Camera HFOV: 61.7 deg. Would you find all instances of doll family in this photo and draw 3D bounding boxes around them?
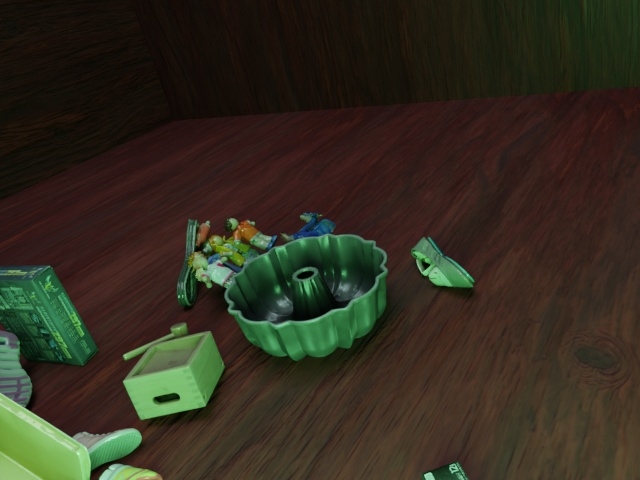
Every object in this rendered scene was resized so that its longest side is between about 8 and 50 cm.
[{"bbox_3d":[-0.227,0.052,1.303,0.163,0.118,0.263,25,38,3],"label":"doll family"}]

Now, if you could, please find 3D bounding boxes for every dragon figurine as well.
[{"bbox_3d":[0.000,0.000,1.339,0.144,0.085,0.289,-29,28,-26],"label":"dragon figurine"}]

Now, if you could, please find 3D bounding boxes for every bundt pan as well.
[{"bbox_3d":[-0.017,0.117,1.073,0.330,0.124,0.331,-11,25,5],"label":"bundt pan"}]

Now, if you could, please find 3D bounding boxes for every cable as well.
[{"bbox_3d":[-0.311,0.043,1.361,0.072,0.140,0.287,-7,29,-1],"label":"cable"}]

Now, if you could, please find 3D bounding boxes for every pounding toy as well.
[{"bbox_3d":[-0.280,0.240,1.013,0.180,0.094,0.206,-15,16,11],"label":"pounding toy"}]

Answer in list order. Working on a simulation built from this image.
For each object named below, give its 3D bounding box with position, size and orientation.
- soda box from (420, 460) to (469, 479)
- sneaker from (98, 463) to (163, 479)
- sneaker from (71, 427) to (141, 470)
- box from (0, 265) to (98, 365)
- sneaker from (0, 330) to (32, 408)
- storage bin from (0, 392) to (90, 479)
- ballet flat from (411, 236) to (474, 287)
[{"bbox_3d":[0.172,0.340,0.608,0.053,0.060,0.169,-16,25,-6],"label":"soda box"},{"bbox_3d":[-0.281,0.388,0.723,0.094,0.082,0.208,-6,27,12],"label":"sneaker"},{"bbox_3d":[-0.370,0.339,0.897,0.134,0.051,0.070,-26,33,-14],"label":"sneaker"},{"bbox_3d":[-0.612,0.163,1.162,0.183,0.233,0.059,-2,32,25],"label":"box"},{"bbox_3d":[-0.667,0.296,1.103,0.095,0.105,0.236,20,22,-44],"label":"sneaker"},{"bbox_3d":[-0.503,0.356,0.728,0.260,0.123,0.262,22,27,16],"label":"storage bin"},{"bbox_3d":[0.252,0.060,1.134,0.068,0.072,0.213,-42,25,6],"label":"ballet flat"}]
